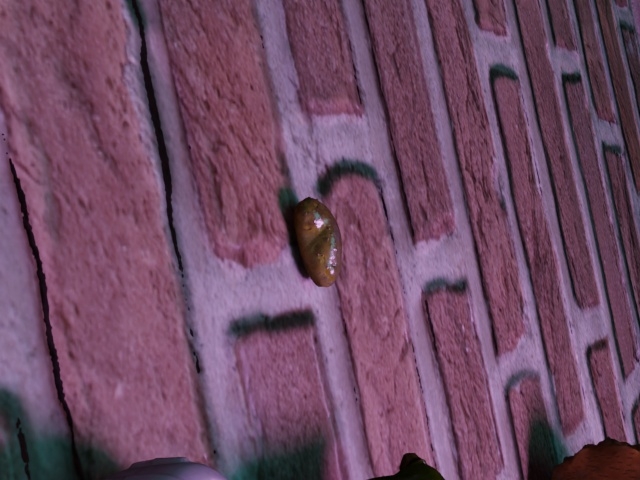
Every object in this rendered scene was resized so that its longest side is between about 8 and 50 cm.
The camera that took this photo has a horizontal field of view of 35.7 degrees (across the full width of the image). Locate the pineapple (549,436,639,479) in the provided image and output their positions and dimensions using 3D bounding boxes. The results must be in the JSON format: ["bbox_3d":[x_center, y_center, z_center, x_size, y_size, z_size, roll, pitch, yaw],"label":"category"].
[{"bbox_3d":[0.453,0.433,1.418,0.357,0.222,0.223,49,41,-47],"label":"pineapple"}]

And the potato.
[{"bbox_3d":[0.000,0.000,0.977,0.046,0.045,0.092,-16,91,-24],"label":"potato"}]

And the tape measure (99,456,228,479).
[{"bbox_3d":[-0.101,0.246,0.648,0.236,0.120,0.197,-78,151,-48],"label":"tape measure"}]

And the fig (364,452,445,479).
[{"bbox_3d":[0.062,0.273,0.839,0.195,0.195,0.245,58,44,-30],"label":"fig"}]
